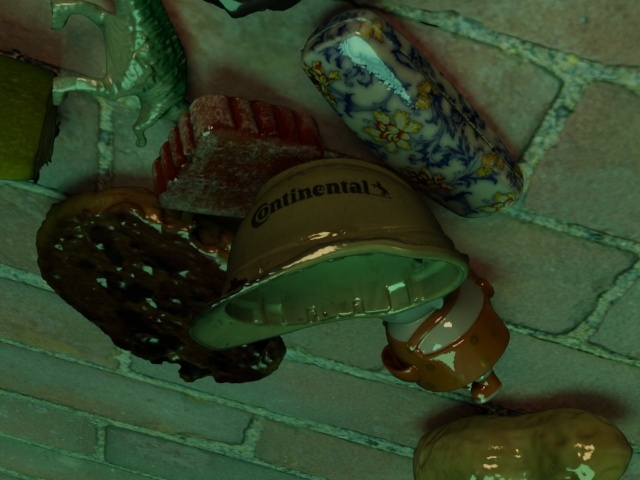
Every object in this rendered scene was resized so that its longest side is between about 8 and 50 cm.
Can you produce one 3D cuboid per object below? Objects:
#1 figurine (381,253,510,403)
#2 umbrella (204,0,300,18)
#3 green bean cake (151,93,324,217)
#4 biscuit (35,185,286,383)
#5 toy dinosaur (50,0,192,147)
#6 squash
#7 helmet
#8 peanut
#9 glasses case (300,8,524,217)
[{"bbox_3d":[0.117,0.063,0.991,0.143,0.143,0.271,-9,113,29],"label":"figurine"},{"bbox_3d":[0.051,-0.243,0.629,0.340,0.118,0.118,-14,136,25],"label":"umbrella"},{"bbox_3d":[-0.081,-0.079,0.881,0.135,0.056,0.136,5,146,-34],"label":"green bean cake"},{"bbox_3d":[-0.177,0.054,1.104,0.289,0.081,0.334,-11,133,31],"label":"biscuit"},{"bbox_3d":[-0.195,-0.185,0.782,0.129,0.076,0.383,-23,145,2],"label":"toy dinosaur"},{"bbox_3d":[-0.385,-0.132,0.821,0.288,0.203,0.111,8,100,-13],"label":"squash"},{"bbox_3d":[-0.005,-0.002,0.847,0.257,0.137,0.204,-10,159,-10],"label":"helmet"},{"bbox_3d":[0.254,0.296,1.228,0.318,0.148,0.147,-16,134,39],"label":"peanut"},{"bbox_3d":[0.085,-0.104,0.815,0.087,0.065,0.248,-21,133,38],"label":"glasses case"}]
